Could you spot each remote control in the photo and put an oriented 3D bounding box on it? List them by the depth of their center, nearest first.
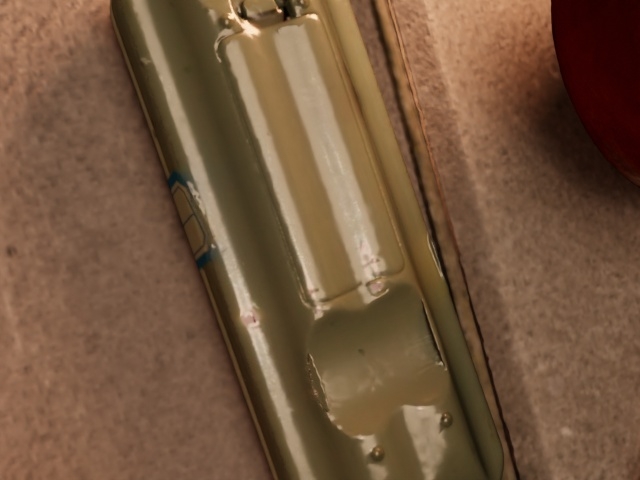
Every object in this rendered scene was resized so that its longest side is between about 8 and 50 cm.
[{"bbox_3d":[0.000,0.000,0.503,0.128,0.065,0.335,-21,94,-25],"label":"remote control"}]

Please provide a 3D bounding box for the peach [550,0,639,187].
[{"bbox_3d":[0.241,-0.127,0.545,0.243,0.199,0.244,35,49,-52],"label":"peach"}]
